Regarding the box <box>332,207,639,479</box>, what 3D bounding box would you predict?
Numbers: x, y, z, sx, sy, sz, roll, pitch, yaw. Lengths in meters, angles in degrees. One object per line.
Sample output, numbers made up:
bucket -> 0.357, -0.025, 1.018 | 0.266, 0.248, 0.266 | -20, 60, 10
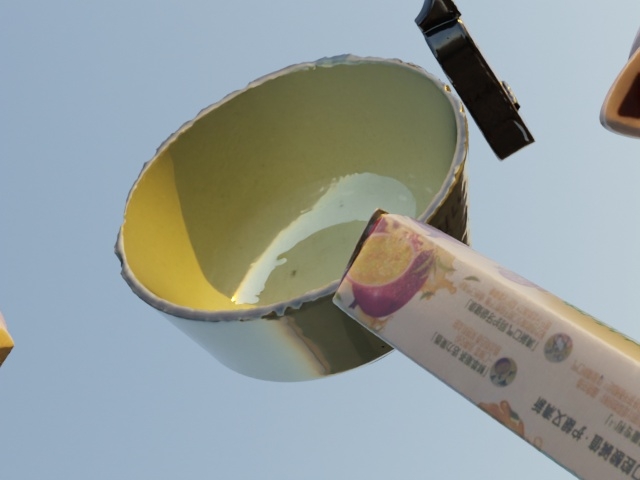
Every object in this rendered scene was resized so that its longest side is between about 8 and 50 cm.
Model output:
box -> 0.085, 0.048, 0.385 | 0.050, 0.207, 0.041 | 26, -84, -43

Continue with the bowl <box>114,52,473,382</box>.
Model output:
bowl -> 0.000, 0.000, 0.766 | 0.211, 0.211, 0.112 | -59, -42, -33

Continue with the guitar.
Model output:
guitar -> 0.075, -0.162, 0.878 | 0.271, 0.038, 0.084 | 55, -170, -38

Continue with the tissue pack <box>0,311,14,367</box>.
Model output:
tissue pack -> -0.353, 0.025, 1.009 | 0.222, 0.186, 0.090 | 34, -88, -29

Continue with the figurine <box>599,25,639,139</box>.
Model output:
figurine -> 0.206, -0.075, 0.618 | 0.138, 0.125, 0.125 | -55, -35, -14
